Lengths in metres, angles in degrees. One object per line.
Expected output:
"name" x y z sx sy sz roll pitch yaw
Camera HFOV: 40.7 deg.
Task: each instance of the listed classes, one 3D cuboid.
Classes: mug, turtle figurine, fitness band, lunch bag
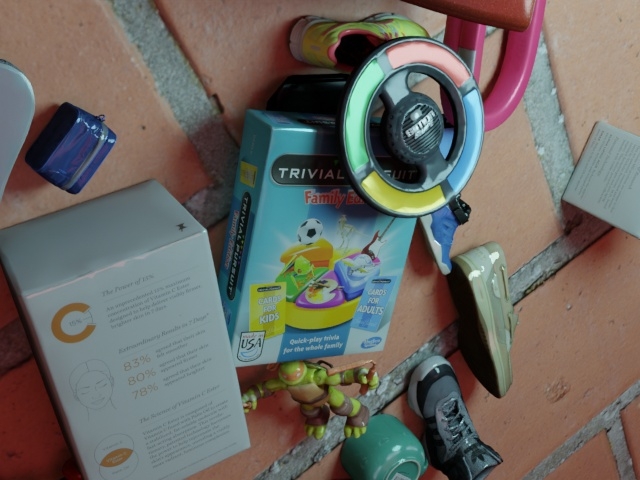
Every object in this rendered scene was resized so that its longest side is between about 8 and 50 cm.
"mug" 0.125 0.374 1.482 0.158 0.097 0.129 -17 122 -24
"turtle figurine" -0.024 0.229 1.302 0.270 0.087 0.217 -16 141 14
"fitness band" 0.244 -0.290 1.201 0.209 0.054 0.290 -29 133 -46
"lunch bag" -0.280 -0.106 0.988 0.065 0.067 0.098 37 90 -40

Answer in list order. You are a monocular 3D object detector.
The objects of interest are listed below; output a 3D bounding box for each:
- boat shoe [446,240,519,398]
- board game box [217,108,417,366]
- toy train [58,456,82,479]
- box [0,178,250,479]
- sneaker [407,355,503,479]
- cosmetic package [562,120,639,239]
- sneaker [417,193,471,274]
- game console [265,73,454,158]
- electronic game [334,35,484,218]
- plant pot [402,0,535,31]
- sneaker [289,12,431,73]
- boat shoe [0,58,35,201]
"boat shoe" 0.293 0.140 1.466 0.098 0.109 0.302 -28 121 -17
"board game box" 0.000 0.000 1.165 0.254 0.079 0.335 -2 116 -31
"toy train" -0.295 0.363 1.146 0.248 0.143 0.105 -22 125 -41
"box" -0.239 0.133 1.075 0.215 0.168 0.345 -21 124 -22
"sneaker" 0.240 0.328 1.497 0.101 0.153 0.268 -27 126 -19
"cosmetic package" 0.546 -0.091 1.454 0.151 0.184 0.151 10 108 -37
"sneaker" 0.203 -0.018 1.345 0.085 0.058 0.152 -24 120 0
"game console" 0.079 -0.134 1.222 0.362 0.044 0.213 -10 119 -29
"electronic game" 0.117 -0.141 1.087 0.229 0.048 0.229 -6 101 -30
"plant pot" 0.092 -0.398 0.969 0.236 0.267 0.267 -2 115 -20
"sneaker" 0.068 -0.247 1.122 0.209 0.094 0.081 -11 118 -30
"boat shoe" -0.402 -0.054 0.914 0.113 0.105 0.306 17 98 -33
